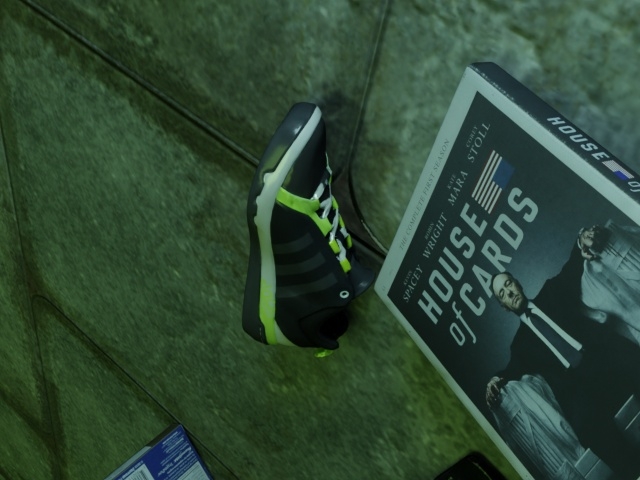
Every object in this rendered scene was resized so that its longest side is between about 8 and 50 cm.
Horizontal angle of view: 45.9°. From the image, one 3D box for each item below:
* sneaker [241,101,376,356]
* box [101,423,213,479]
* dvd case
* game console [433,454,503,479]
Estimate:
[{"bbox_3d":[0.000,0.000,0.583,0.097,0.084,0.234,16,134,8],"label":"sneaker"},{"bbox_3d":[-0.186,0.375,0.994,0.037,0.136,0.225,-17,104,50],"label":"box"},{"bbox_3d":[0.127,0.040,0.413,0.238,0.030,0.179,51,137,36],"label":"dvd case"},{"bbox_3d":[0.130,0.257,0.626,0.122,0.071,0.107,45,142,11],"label":"game console"}]
